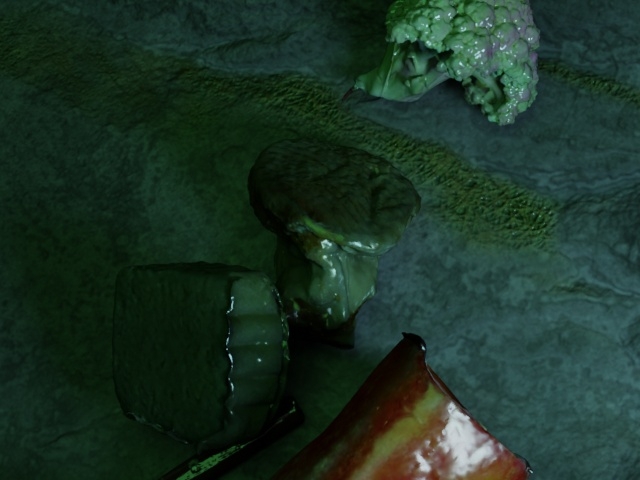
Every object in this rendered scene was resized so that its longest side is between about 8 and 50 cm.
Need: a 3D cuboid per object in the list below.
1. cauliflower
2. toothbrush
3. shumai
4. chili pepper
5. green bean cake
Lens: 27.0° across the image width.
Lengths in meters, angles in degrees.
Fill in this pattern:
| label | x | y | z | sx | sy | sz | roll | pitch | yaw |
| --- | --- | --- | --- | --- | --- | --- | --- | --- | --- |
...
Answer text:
| label | x | y | z | sx | sy | sz | roll | pitch | yaw |
| --- | --- | --- | --- | --- | --- | --- | --- | --- | --- |
| cauliflower | 0.157 | -0.261 | 1.758 | 0.315 | 0.239 | 0.256 | -39 | 40 | 37 |
| toothbrush | -0.178 | 0.305 | 1.680 | 0.364 | 0.041 | 0.041 | -32 | 61 | 2 |
| shumai | 0.000 | 0.000 | 1.716 | 0.222 | 0.203 | 0.272 | 17 | 34 | 2 |
| chili pepper | 0.058 | 0.270 | 1.503 | 0.305 | 0.251 | 0.229 | -37 | 94 | 5 |
| green bean cake | -0.149 | 0.138 | 1.639 | 0.227 | 0.125 | 0.222 | 9 | 97 | 45 |
